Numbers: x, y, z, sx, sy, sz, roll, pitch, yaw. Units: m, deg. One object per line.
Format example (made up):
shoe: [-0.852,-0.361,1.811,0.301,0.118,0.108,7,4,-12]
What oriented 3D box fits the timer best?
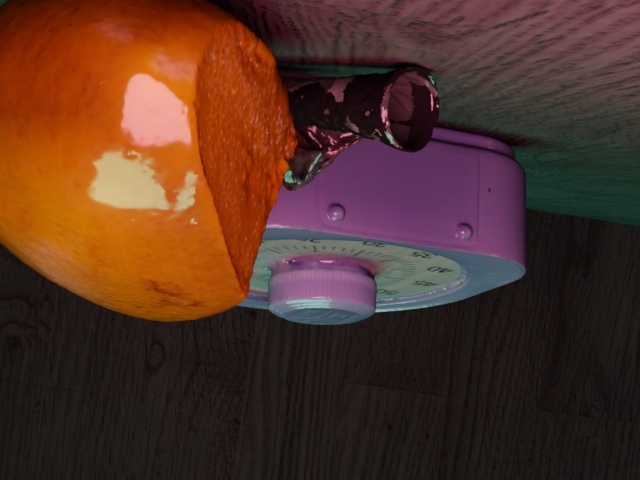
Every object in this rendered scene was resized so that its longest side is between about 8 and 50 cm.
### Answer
timer: [0.000,0.000,1.333,0.394,0.173,0.395,0,165,0]

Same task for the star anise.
star anise: [-0.043,-0.065,0.978,0.180,0.061,0.204,-9,-157,30]

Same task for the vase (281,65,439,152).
vase: [-0.001,-0.095,0.870,0.167,0.059,0.059,9,-179,41]

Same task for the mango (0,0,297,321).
mango: [-0.107,-0.049,0.712,0.199,0.201,0.350,-18,175,-6]
